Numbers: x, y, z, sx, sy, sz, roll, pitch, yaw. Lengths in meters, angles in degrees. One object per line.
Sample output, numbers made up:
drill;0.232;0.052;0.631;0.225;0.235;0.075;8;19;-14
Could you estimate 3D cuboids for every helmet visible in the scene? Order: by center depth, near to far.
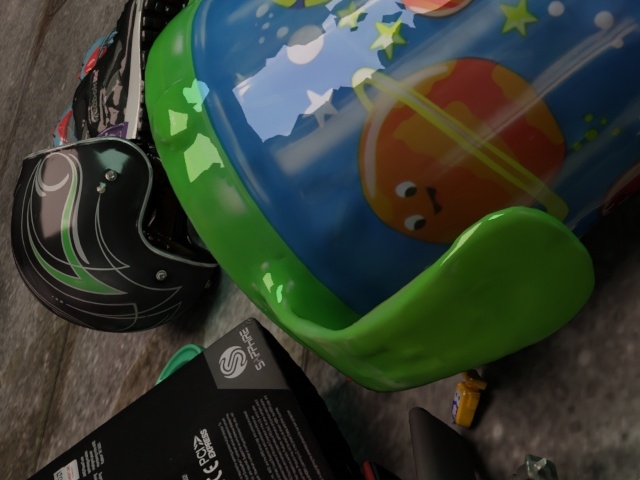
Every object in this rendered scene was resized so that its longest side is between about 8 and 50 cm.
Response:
helmet;-0.175;-0.001;0.915;0.169;0.169;0.162;-9;90;57

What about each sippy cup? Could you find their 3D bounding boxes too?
sippy cup;0.072;-0.082;0.531;0.224;0.240;0.306;-36;64;27

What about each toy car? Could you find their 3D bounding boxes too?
toy car;0.039;0.075;0.620;0.122;0.060;0.041;35;112;62

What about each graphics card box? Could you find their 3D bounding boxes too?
graphics card box;-0.133;0.231;0.610;0.371;0.094;0.233;-37;34;1

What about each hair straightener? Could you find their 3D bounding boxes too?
hair straightener;0.066;0.127;0.480;0.089;0.047;0.230;-52;8;9

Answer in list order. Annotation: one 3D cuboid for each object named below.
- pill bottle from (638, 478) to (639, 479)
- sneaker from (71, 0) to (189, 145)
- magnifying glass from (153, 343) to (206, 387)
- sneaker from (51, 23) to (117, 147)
pill bottle;0.158;0.126;0.374;0.116;0.065;0.065;11;79;62
sneaker;-0.191;-0.165;1.053;0.124;0.107;0.283;4;80;31
magnifying glass;-0.141;0.192;0.873;0.092;0.026;0.231;30;96;61
sneaker;-0.211;-0.158;1.165;0.125;0.104;0.262;-37;40;39
